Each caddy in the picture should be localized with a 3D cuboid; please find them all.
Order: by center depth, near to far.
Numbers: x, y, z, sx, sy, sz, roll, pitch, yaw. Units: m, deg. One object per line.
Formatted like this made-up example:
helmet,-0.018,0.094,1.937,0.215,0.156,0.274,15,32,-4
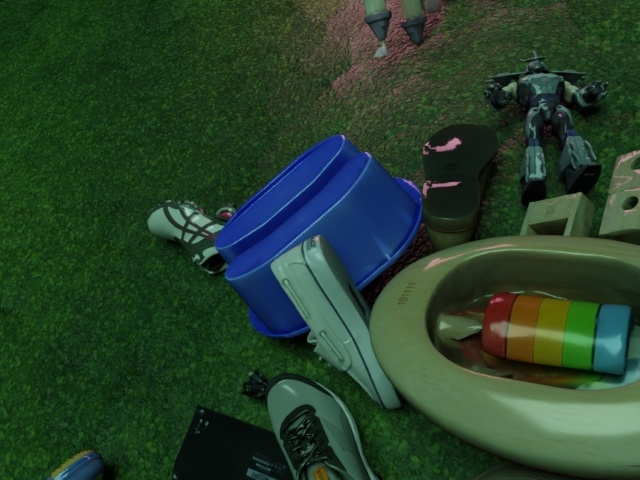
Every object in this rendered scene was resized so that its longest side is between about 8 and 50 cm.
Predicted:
caddy,0.000,0.000,0.889,0.341,0.179,0.241,-41,30,2

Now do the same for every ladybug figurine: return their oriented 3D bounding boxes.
ladybug figurine,0.275,0.134,0.652,0.449,0.162,0.305,7,46,35

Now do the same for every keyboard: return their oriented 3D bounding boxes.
keyboard,-0.061,0.301,0.811,0.317,0.033,0.202,10,68,29

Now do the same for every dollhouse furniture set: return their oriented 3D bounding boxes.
dollhouse furniture set,0.397,-0.024,0.771,0.183,0.129,0.129,-12,47,56

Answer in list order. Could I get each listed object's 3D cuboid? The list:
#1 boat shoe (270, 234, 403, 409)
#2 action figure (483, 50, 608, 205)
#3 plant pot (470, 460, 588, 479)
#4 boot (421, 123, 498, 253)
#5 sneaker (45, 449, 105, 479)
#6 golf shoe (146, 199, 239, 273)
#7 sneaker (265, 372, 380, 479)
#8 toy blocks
boat shoe,0.024,0.123,0.758,0.088,0.268,0.096,-25,21,13
action figure,0.358,-0.197,0.893,0.185,0.099,0.285,-6,59,15
plant pot,0.214,0.325,0.576,0.237,0.110,0.237,-24,39,21
boot,0.214,-0.082,0.892,0.112,0.115,0.305,5,41,20
sneaker,-0.392,0.463,0.831,0.130,0.112,0.297,26,73,17
golf shoe,-0.224,-0.005,1.048,0.272,0.105,0.120,4,68,28
sneaker,0.005,0.270,0.710,0.100,0.108,0.271,-41,52,3
toy blocks,0.176,-0.530,1.156,0.288,0.260,0.309,-25,19,-28
